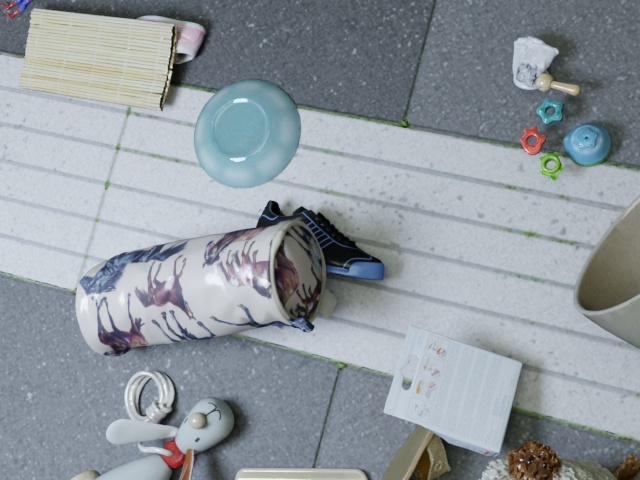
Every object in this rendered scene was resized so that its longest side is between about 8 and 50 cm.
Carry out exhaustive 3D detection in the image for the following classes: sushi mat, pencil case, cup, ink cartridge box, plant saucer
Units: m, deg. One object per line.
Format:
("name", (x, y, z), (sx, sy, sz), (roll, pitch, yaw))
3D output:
("sushi mat", (-0.398, -0.324, 1.869), (0.317, 0.019, 0.151), (11, 94, 24))
("pencil case", (-0.188, 0.086, 1.641), (0.410, 0.183, 0.160), (-11, 34, 28))
("cup", (0.543, 0.049, 1.408), (0.237, 0.331, 0.331), (41, 93, -6))
("ink cartridge box", (0.194, 0.222, 1.550), (0.179, 0.045, 0.145), (18, 69, 2))
("plant saucer", (-0.131, -0.186, 1.779), (0.195, 0.037, 0.195), (-3, 78, 16))

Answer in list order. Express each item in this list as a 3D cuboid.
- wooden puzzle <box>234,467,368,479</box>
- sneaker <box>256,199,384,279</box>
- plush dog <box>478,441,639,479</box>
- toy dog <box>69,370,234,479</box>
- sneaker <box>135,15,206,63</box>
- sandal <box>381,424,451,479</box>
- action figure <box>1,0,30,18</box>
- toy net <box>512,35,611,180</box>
("wooden puzzle", (-0.051, 0.441, 1.569), (0.221, 0.044, 0.238), (-3, 43, 16))
("sneaker", (0.000, 0.000, 1.678), (0.232, 0.081, 0.090), (15, 91, 20))
("plush dog", (0.352, 0.368, 1.421), (0.210, 0.225, 0.262), (-40, 71, 6))
("toy dog", (-0.296, 0.371, 1.652), (0.220, 0.161, 0.333), (26, 88, 20))
("sneaker", (-0.272, -0.350, 1.846), (0.134, 0.051, 0.070), (11, 77, 14))
("sandal", (0.167, 0.313, 1.568), (0.079, 0.088, 0.240), (30, 75, -11))
("action figure", (-0.541, -0.460, 1.964), (0.115, 0.030, 0.038), (-33, 67, 6))
("toy net", (0.351, -0.207, 1.634), (0.122, 0.045, 0.232), (-29, 71, 12))
